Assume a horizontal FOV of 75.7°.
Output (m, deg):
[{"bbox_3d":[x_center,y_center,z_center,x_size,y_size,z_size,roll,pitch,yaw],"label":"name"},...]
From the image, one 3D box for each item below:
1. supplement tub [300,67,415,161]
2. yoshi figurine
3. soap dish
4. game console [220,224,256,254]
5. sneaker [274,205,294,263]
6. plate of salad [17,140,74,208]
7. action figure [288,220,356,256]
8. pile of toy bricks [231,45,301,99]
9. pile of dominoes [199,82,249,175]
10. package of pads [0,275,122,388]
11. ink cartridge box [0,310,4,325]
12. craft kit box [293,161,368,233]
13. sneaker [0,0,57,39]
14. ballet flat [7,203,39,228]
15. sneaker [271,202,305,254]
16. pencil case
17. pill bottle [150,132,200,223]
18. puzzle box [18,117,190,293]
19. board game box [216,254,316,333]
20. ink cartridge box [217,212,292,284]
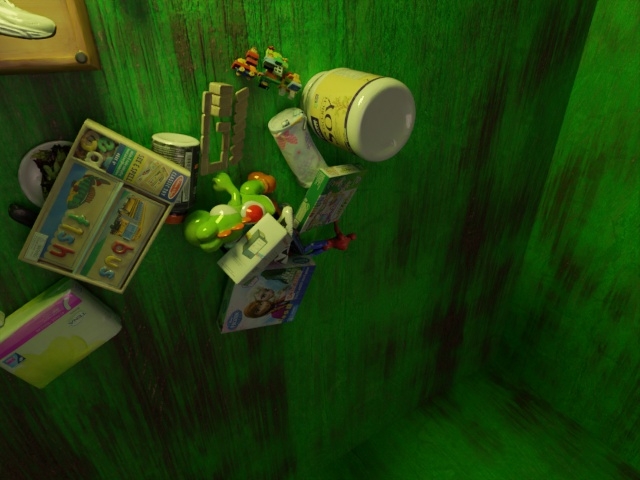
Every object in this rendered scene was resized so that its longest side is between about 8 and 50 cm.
[{"bbox_3d":[0.105,-0.404,1.293,0.241,0.331,0.241,-18,124,-27],"label":"supplement tub"},{"bbox_3d":[-0.289,-0.083,1.272,0.203,0.203,0.362,-42,-176,38],"label":"yoshi figurine"},{"bbox_3d":[-0.643,-0.467,0.861,0.290,0.118,0.229,-16,124,-27],"label":"soap dish"},{"bbox_3d":[-0.275,-0.012,1.378,0.124,0.144,0.085,-3,116,-34],"label":"game console"},{"bbox_3d":[-0.174,-0.024,1.406,0.153,0.094,0.235,9,136,-6],"label":"sneaker"},{"bbox_3d":[-0.666,-0.159,1.074,0.199,0.048,0.200,-17,125,-26],"label":"plate of salad"},{"bbox_3d":[0.000,0.000,1.635,0.280,0.139,0.092,-15,130,-1],"label":"action figure"},{"bbox_3d":[-0.143,-0.518,1.217,0.212,0.118,0.105,14,75,-31],"label":"pile of toy bricks"},{"bbox_3d":[-0.295,-0.333,1.221,0.196,0.040,0.251,-33,139,-57],"label":"pile of dominoes"},{"bbox_3d":[-0.779,0.273,1.213,0.296,0.101,0.229,-38,131,-11],"label":"package of pads"},{"bbox_3d":[-0.936,0.222,1.101,0.122,0.052,0.089,-37,131,-14],"label":"ink cartridge box"},{"bbox_3d":[0.033,-0.156,1.477,0.246,0.061,0.250,-26,152,-51],"label":"craft kit box"},{"bbox_3d":[-0.628,-0.447,0.741,0.262,0.099,0.121,2,110,-37],"label":"sneaker"},{"bbox_3d":[-0.741,-0.044,1.098,0.057,0.049,0.173,-43,139,-5],"label":"ballet flat"},{"bbox_3d":[-0.104,-0.041,1.508,0.087,0.083,0.221,-40,120,-32],"label":"sneaker"},{"bbox_3d":[-0.067,-0.304,1.376,0.124,0.113,0.273,-28,132,1],"label":"pencil case"},{"bbox_3d":[-0.422,-0.174,1.186,0.130,0.130,0.246,-4,119,-34],"label":"pill bottle"},{"bbox_3d":[-0.561,-0.070,1.083,0.272,0.052,0.409,26,105,-29],"label":"puzzle box"},{"bbox_3d":[-0.207,0.202,1.559,0.317,0.066,0.319,-4,131,-33],"label":"board game box"},{"bbox_3d":[-0.192,0.032,1.255,0.212,0.093,0.154,-44,173,-4],"label":"ink cartridge box"}]
